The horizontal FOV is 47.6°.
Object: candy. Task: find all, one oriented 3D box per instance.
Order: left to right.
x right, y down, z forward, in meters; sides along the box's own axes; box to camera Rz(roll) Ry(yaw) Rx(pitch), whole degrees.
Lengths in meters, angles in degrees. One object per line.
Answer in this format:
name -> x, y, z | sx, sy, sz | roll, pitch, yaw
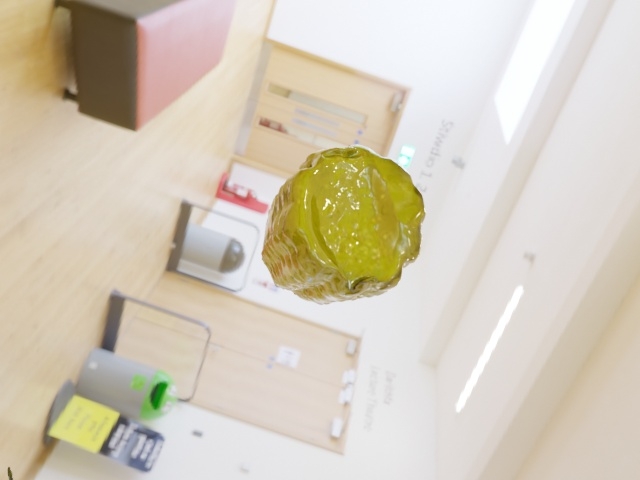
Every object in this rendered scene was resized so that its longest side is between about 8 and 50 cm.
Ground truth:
candy -> 0.000, 0.000, 0.548 | 0.199, 0.094, 0.106 | 146, -48, -70

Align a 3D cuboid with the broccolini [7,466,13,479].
broccolini -> -0.357, 0.278, 0.751 | 0.123, 0.271, 0.062 | -60, 177, 22
